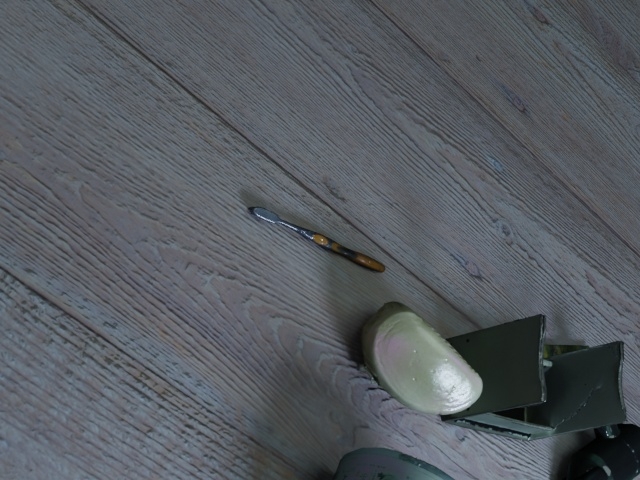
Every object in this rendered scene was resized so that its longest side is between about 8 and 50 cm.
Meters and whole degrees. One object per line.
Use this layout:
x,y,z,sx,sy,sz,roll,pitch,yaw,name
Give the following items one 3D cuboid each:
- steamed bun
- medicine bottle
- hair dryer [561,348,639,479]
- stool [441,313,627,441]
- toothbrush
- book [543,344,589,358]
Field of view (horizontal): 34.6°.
0.169,0.231,1.878,0.152,0.170,0.239,-44,100,-2,steamed bun
0.095,0.519,1.653,0.245,0.245,0.290,40,53,-21,medicine bottle
0.565,0.388,2.157,0.244,0.116,0.302,-18,91,-43,hair dryer
0.406,0.271,1.977,0.243,0.270,0.170,18,64,-33,stool
0.001,0.001,1.905,0.321,0.031,0.023,25,88,-30,toothbrush
0.524,0.305,2.227,0.228,0.024,0.160,6,69,-38,book
